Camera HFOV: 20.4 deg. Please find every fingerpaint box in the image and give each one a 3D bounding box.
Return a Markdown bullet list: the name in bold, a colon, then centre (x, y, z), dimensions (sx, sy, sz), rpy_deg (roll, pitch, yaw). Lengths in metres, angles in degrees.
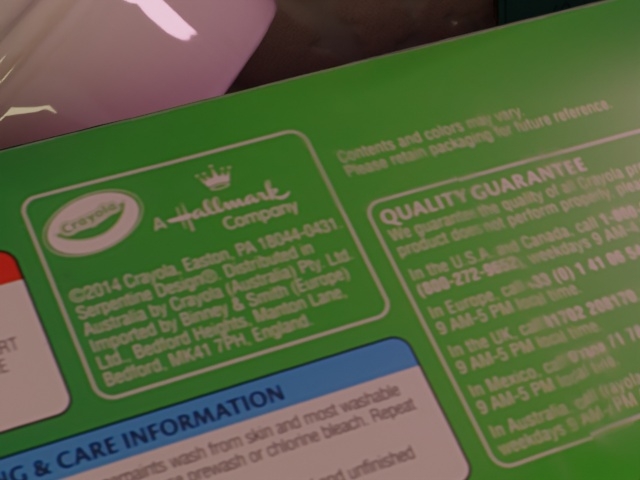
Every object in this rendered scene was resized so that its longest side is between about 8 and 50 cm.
- **fingerpaint box**: centre (0.004, 0.101, 0.621), dimensions (0.445, 0.163, 0.371), rpy_deg (-16, 153, -20)

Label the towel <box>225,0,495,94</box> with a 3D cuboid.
- **towel**: centre (0.000, 0.000, 0.823), dimensions (0.332, 0.053, 0.317), rpy_deg (36, 103, -28)

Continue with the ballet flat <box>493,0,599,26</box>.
- **ballet flat**: centre (0.126, -0.177, 0.745), dimensions (0.124, 0.116, 0.342), rpy_deg (-6, 88, -48)

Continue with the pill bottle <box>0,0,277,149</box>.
- **pill bottle**: centre (-0.219, -0.146, 0.609), dimensions (0.392, 0.224, 0.224), rpy_deg (42, 99, -11)
